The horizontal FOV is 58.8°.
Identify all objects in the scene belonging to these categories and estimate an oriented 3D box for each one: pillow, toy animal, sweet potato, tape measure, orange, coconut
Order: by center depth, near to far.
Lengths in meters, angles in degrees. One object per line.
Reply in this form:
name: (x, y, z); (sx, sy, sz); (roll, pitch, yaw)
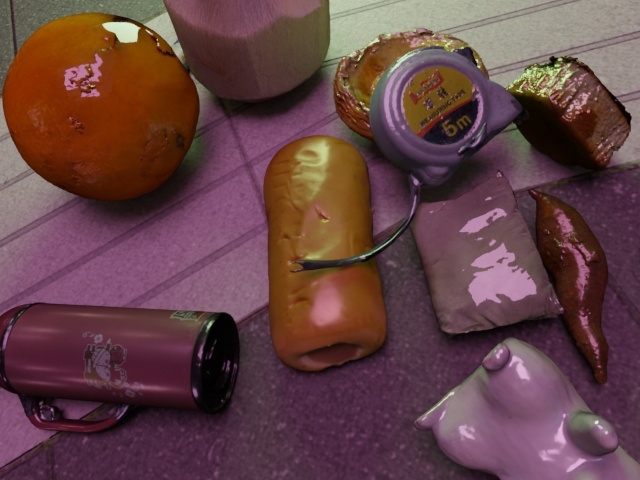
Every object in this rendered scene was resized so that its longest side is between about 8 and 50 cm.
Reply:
toy animal: (0.216, 0.209, 0.481); (0.140, 0.138, 0.282); (-53, 52, 20)
sweet potato: (0.284, 0.041, 0.621); (0.068, 0.068, 0.226); (-11, 68, 5)
pillow: (0.182, 0.022, 0.644); (0.134, 0.078, 0.181); (-16, 60, 6)
tape measure: (0.072, -0.092, 0.655); (0.330, 0.084, 0.164); (-38, 83, -8)
orange: (-0.287, -0.175, 0.762); (0.246, 0.246, 0.246); (-5, 58, 9)
coconut: (-0.104, -0.341, 0.813); (0.238, 0.265, 0.237); (-2, 54, 2)

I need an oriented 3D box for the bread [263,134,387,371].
bread: (0.000, 0.000, 0.689); (0.142, 0.091, 0.305); (-13, 57, 10)

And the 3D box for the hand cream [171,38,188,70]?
hand cream: (-0.240, -0.299, 0.948); (0.065, 0.043, 0.170); (22, 70, 29)

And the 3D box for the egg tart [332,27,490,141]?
egg tart: (0.121, -0.204, 0.786); (0.213, 0.090, 0.212); (-4, 60, 8)

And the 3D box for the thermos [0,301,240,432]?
thermos: (-0.266, 0.140, 0.657); (0.330, 0.136, 0.109); (1, 32, 13)

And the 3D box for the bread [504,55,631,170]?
bread: (0.297, -0.155, 0.698); (0.069, 0.140, 0.128); (-48, 17, 1)
